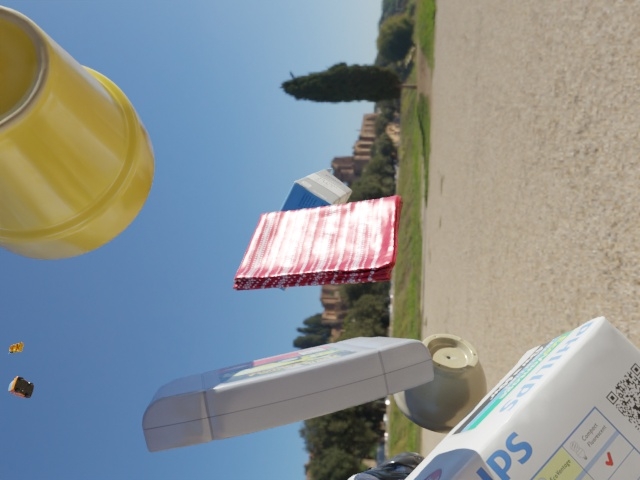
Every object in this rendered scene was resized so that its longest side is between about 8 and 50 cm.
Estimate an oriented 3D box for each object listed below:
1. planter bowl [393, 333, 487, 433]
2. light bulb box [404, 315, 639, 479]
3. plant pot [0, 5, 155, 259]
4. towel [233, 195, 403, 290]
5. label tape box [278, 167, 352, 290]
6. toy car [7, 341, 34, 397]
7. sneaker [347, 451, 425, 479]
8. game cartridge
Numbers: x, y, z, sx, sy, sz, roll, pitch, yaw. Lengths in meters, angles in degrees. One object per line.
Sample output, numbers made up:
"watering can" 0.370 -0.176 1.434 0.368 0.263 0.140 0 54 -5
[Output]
"planter bowl" 0.212 0.230 0.961 0.162 0.162 0.109 -73 -11 -60
"light bulb box" 0.306 0.352 0.648 0.358 0.361 0.225 -38 -14 -17
"plant pot" -0.347 -0.129 0.656 0.239 0.254 0.254 99 176 -72
"towel" 0.000 0.000 0.940 0.199 0.275 0.031 -74 -29 -48
"label tape box" -0.028 -0.043 1.448 0.249 0.115 0.347 -61 -8 18
"toy car" -0.685 0.298 1.276 0.060 0.040 0.122 49 -148 -66
"sneaker" 0.181 0.409 0.895 0.153 0.268 0.101 0 -86 -68
"game cartridge" -0.038 0.157 0.612 0.196 0.294 0.060 161 99 -75
